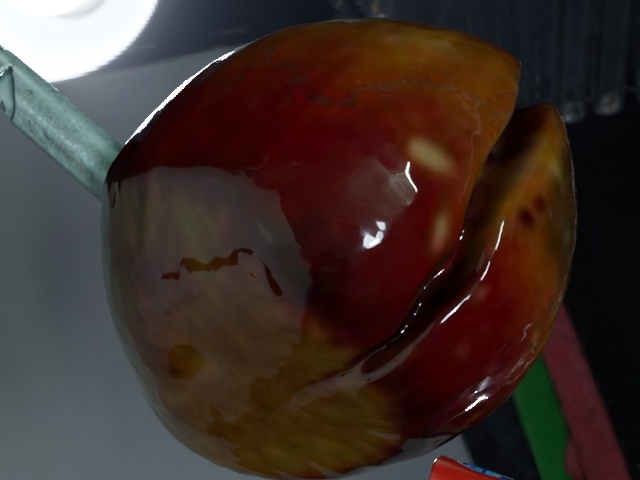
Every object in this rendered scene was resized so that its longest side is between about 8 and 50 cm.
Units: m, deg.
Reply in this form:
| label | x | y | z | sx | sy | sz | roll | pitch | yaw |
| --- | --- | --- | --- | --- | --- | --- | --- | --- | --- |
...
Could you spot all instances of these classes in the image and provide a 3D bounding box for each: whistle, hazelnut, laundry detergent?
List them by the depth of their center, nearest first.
| label | x | y | z | sx | sy | sz | roll | pitch | yaw |
| --- | --- | --- | --- | --- | --- | --- | --- | --- | --- |
| hazelnut | 0.000 | 0.000 | 0.960 | 0.429 | 0.402 | 0.402 | -53 | -130 | 55 |
| whistle | -0.271 | -0.116 | 1.164 | 0.312 | 0.062 | 0.062 | 39 | -29 | 23 |
| laundry detergent | 0.198 | 0.277 | 1.191 | 0.097 | 0.165 | 0.049 | 52 | 55 | -69 |
